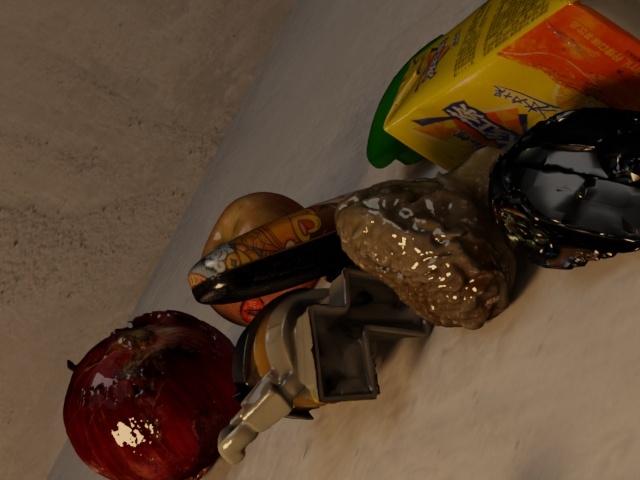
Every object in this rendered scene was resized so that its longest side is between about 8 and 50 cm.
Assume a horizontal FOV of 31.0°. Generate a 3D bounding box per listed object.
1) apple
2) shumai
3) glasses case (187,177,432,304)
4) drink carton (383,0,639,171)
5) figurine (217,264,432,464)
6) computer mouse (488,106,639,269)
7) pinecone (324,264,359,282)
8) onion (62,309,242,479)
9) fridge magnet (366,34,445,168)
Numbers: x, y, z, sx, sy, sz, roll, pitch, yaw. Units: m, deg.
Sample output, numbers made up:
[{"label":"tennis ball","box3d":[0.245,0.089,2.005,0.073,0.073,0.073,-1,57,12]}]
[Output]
[{"label":"apple","box3d":[-0.087,0.036,1.746,0.209,0.164,0.209,-44,31,34]},{"label":"shumai","box3d":[0.126,-0.020,1.124,0.206,0.166,0.175,18,65,50]},{"label":"glasses case","box3d":[0.000,0.000,1.342,0.321,0.082,0.122,-20,-7,-19]},{"label":"drink carton","box3d":[0.209,-0.161,1.105,0.111,0.155,0.351,-64,14,-21]},{"label":"figurine","box3d":[-0.007,0.123,1.302,0.309,0.143,0.308,-26,0,0]},{"label":"computer mouse","box3d":[0.212,-0.050,0.947,0.242,0.078,0.146,5,72,57]},{"label":"pinecone","box3d":[0.038,0.013,1.473,0.102,0.102,0.109,-60,14,-3]},{"label":"onion","box3d":[-0.234,0.238,1.690,0.276,0.276,0.276,-54,14,21]},{"label":"fridge magnet","box3d":[0.133,-0.186,1.578,0.208,0.088,0.208,-54,13,19]}]
